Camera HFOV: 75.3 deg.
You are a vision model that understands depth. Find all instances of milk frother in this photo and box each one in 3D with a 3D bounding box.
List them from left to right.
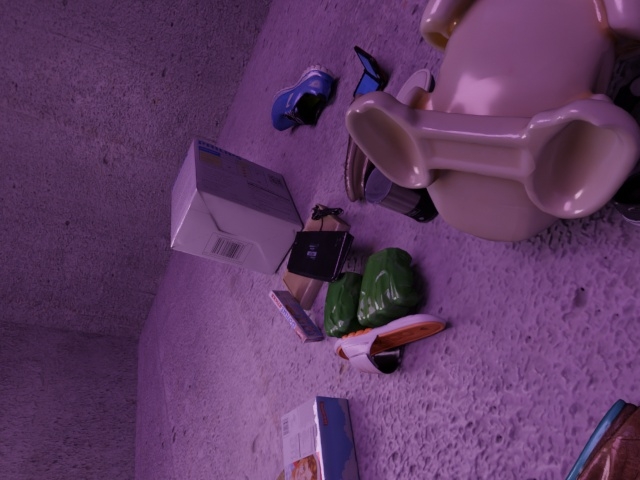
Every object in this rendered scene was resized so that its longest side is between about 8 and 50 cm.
[{"bbox_3d":[0.176,-0.128,0.830,0.129,0.135,0.143,-44,40,39],"label":"milk frother"}]

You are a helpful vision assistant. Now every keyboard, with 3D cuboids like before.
[{"bbox_3d":[0.000,0.000,1.066,0.317,0.033,0.201,4,76,65],"label":"keyboard"}]

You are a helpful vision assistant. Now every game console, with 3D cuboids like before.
[{"bbox_3d":[0.117,-0.453,1.157,0.085,0.124,0.144,-36,40,9],"label":"game console"}]

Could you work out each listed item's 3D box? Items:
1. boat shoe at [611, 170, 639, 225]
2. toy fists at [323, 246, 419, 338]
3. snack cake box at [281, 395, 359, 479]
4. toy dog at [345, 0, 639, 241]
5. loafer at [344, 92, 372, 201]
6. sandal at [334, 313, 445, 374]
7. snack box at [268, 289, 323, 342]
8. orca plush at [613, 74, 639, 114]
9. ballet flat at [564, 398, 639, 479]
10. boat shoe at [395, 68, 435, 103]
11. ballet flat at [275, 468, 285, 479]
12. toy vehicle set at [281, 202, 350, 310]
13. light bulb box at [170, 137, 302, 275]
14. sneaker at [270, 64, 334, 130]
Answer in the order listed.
[{"bbox_3d":[0.430,-0.080,0.433,0.228,0.076,0.080,-26,54,53],"label":"boat shoe"},{"bbox_3d":[0.097,0.130,0.873,0.279,0.096,0.142,-35,34,49],"label":"toy fists"},{"bbox_3d":[0.000,0.479,0.857,0.152,0.089,0.264,-44,40,38],"label":"snack cake box"},{"bbox_3d":[0.289,-0.221,0.541,0.285,0.395,0.407,13,71,42],"label":"toy dog"},{"bbox_3d":[0.112,-0.228,1.034,0.102,0.092,0.268,-92,7,-82],"label":"loafer"},{"bbox_3d":[0.120,0.208,0.781,0.265,0.102,0.076,-36,43,44],"label":"sandal"},{"bbox_3d":[-0.066,0.195,1.087,0.178,0.064,0.022,47,114,36],"label":"snack box"},{"bbox_3d":[0.447,-0.168,0.429,0.102,0.151,0.287,58,159,-2],"label":"orca plush"},{"bbox_3d":[0.286,0.336,0.451,0.124,0.116,0.342,41,108,38],"label":"ballet flat"},{"bbox_3d":[0.201,-0.238,0.903,0.095,0.079,0.254,16,92,59],"label":"boat shoe"},{"bbox_3d":[-0.114,0.689,0.913,0.123,0.123,0.348,-18,60,55],"label":"ballet flat"},{"bbox_3d":[-0.022,0.043,1.174,0.266,0.035,0.166,-64,31,15],"label":"toy vehicle set"},{"bbox_3d":[-0.294,-0.114,1.393,0.225,0.358,0.361,-56,32,23],"label":"light bulb box"},{"bbox_3d":[-0.082,-0.466,1.452,0.330,0.130,0.147,-24,52,53],"label":"sneaker"}]
